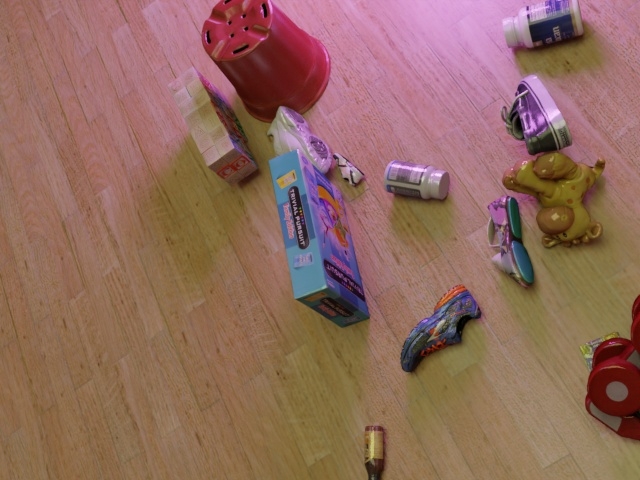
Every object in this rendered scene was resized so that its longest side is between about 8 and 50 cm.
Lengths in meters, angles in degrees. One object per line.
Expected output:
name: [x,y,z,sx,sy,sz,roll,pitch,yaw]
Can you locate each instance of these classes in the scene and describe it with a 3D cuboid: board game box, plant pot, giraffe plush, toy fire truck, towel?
board game box: [0.000,0.000,1.758,0.079,0.254,0.335,-21,64,17]
plant pot: [-0.149,-0.479,2.006,0.273,0.265,0.272,-9,68,22]
giraffe plush: [0.494,-0.075,1.626,0.211,0.181,0.170,2,80,-11]
toy fire truck: [0.635,0.244,1.405,0.254,0.169,0.302,36,111,13]
towel: [0.559,0.219,1.549,0.083,0.009,0.060,-24,63,16]

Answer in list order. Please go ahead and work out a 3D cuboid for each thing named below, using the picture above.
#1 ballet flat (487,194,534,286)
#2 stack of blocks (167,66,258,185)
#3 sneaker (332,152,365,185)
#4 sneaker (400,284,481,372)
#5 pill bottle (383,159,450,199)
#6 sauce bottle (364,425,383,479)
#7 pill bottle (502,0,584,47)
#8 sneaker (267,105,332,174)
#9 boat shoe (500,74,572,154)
ballet flat: [0.398,0.009,1.678,0.079,0.077,0.221,-27,55,35]
stack of blocks: [-0.270,-0.289,2.046,0.087,0.171,0.297,-34,61,10]
sneaker: [0.060,-0.175,1.922,0.043,0.040,0.109,-52,53,12]
sneaker: [0.252,0.197,1.666,0.087,0.083,0.221,42,95,24]
pill bottle: [0.222,-0.137,1.807,0.137,0.078,0.078,13,77,29]
sauce bottle: [0.112,0.455,1.652,0.042,0.042,0.128,-8,66,23]
pill bottle: [0.507,-0.495,1.798,0.170,0.094,0.094,-10,67,22]
sneaker: [-0.057,-0.228,1.977,0.115,0.090,0.232,-52,52,25]
boat shoe: [0.440,-0.257,1.663,0.105,0.113,0.306,-21,31,12]
